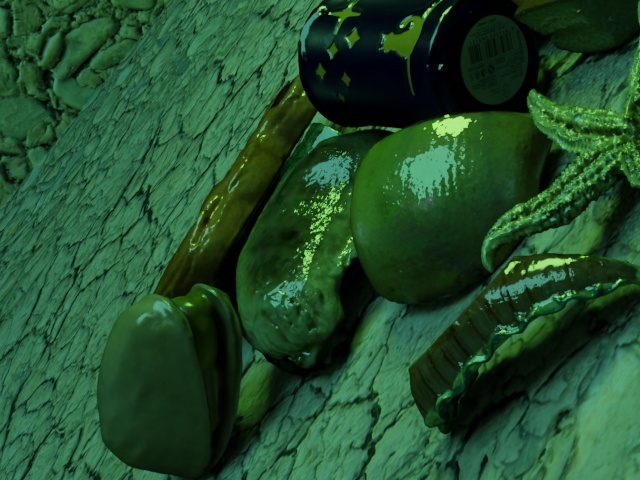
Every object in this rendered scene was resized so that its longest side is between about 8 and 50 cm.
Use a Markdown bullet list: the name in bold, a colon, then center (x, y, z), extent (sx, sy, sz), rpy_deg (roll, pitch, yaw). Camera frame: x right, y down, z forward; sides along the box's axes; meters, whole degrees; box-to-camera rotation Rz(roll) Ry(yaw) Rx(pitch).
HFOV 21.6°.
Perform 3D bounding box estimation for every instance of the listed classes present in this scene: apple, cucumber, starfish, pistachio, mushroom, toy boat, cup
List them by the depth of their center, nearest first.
- **toy boat**: center (0.184, 0.076, 1.562), extent (0.293, 0.099, 0.108), rpy_deg (-41, -1, 35)
- **starfish**: center (0.307, -0.123, 1.611), extent (0.347, 0.078, 0.358), rpy_deg (-30, 25, 50)
- **apple**: center (0.122, -0.036, 1.813), extent (0.265, 0.120, 0.193), rpy_deg (-21, 53, 42)
- **cup**: center (0.112, -0.251, 1.950), extent (0.178, 0.255, 0.256), rpy_deg (-18, 16, -33)
- **mushroom**: center (-0.001, -0.002, 2.038), extent (0.247, 0.130, 0.344), rpy_deg (-21, 40, 62)
- **pistachio**: center (-0.183, 0.182, 2.061), extent (0.197, 0.166, 0.288), rpy_deg (49, 143, 29)
- **cucumber**: center (-0.046, -0.041, 2.224), extent (0.244, 0.063, 0.115), rpy_deg (-58, -15, 0)

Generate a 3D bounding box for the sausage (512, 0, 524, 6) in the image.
- **sausage**: center (0.233, -0.275, 1.998), extent (0.087, 0.079, 0.326), rpy_deg (-24, 4, -32)

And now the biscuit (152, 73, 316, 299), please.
- **biscuit**: center (-0.126, -0.040, 2.337), extent (0.455, 0.078, 0.350), rpy_deg (-59, -1, -20)

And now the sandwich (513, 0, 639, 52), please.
- **sandwich**: center (0.325, -0.284, 1.789), extent (0.258, 0.094, 0.096), rpy_deg (-42, 23, 29)
